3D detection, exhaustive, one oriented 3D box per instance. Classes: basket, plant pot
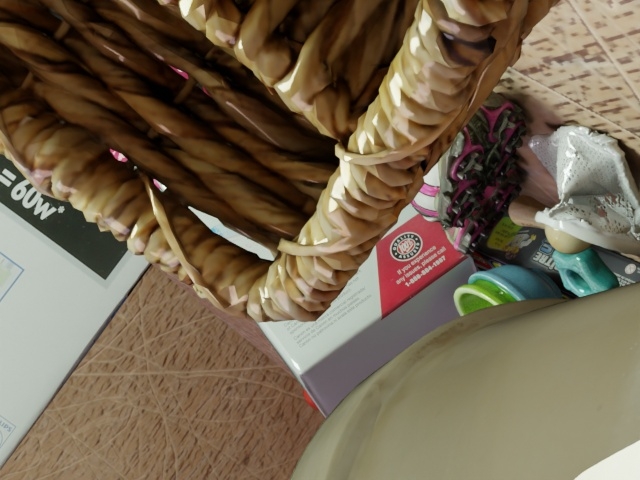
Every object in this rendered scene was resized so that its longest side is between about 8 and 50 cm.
[{"bbox_3d":[-0.060,-0.152,0.421,0.299,0.223,0.213,37,171,7],"label":"basket"},{"bbox_3d":[0.175,0.139,0.776,0.323,0.323,0.280,38,145,-4],"label":"plant pot"}]

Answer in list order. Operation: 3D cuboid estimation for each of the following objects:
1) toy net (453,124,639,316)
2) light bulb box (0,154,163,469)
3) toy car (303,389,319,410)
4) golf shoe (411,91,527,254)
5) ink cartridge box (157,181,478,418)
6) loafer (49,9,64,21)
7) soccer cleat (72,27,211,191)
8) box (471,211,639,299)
[{"bbox_3d":[0.137,0.023,0.951,0.122,0.045,0.232,43,162,17],"label":"toy net"},{"bbox_3d":[-0.299,0.010,1.719,0.225,0.361,0.358,37,171,-7],"label":"light bulb box"},{"bbox_3d":[0.045,0.091,1.395,0.159,0.136,0.182,6,-162,-47],"label":"toy car"},{"bbox_3d":[0.062,-0.048,0.962,0.086,0.067,0.186,39,171,12],"label":"golf shoe"},{"bbox_3d":[0.000,0.000,1.120,0.176,0.128,0.127,54,177,22],"label":"ink cartridge box"},{"bbox_3d":[-0.276,-0.169,1.236,0.267,0.096,0.084,43,-144,18],"label":"loafer"},{"bbox_3d":[-0.173,-0.145,1.329,0.331,0.116,0.143,36,-173,21],"label":"soccer cleat"},{"bbox_3d":[0.178,0.044,1.078,0.207,0.036,0.114,28,167,48],"label":"box"}]
